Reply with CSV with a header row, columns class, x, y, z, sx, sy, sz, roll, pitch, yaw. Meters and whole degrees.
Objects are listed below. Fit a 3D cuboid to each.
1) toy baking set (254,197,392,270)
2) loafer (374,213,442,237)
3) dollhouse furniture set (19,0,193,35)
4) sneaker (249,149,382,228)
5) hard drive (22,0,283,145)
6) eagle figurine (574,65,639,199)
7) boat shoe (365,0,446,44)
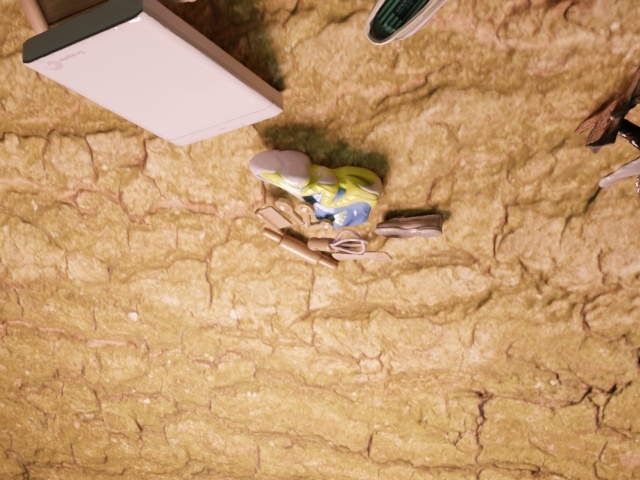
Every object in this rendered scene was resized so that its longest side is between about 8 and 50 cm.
class,x,y,z,sx,sy,sz,roll,pitch,yaw
toy baking set,-0.003,0.001,1.438,0.256,0.030,0.197,29,157,-8
loafer,0.161,-0.028,1.411,0.125,0.039,0.045,1,159,22
dollhouse furniture set,-0.286,-0.365,1.114,0.355,0.174,0.303,16,133,48
sneaker,-0.014,-0.080,1.392,0.240,0.091,0.126,14,129,7
hard drive,-0.250,-0.254,1.234,0.233,0.047,0.353,-13,160,27
eagle figurine,0.544,-0.129,1.107,0.298,0.226,0.225,31,109,1
boat shoe,0.166,-0.381,1.075,0.109,0.094,0.302,38,137,-1
